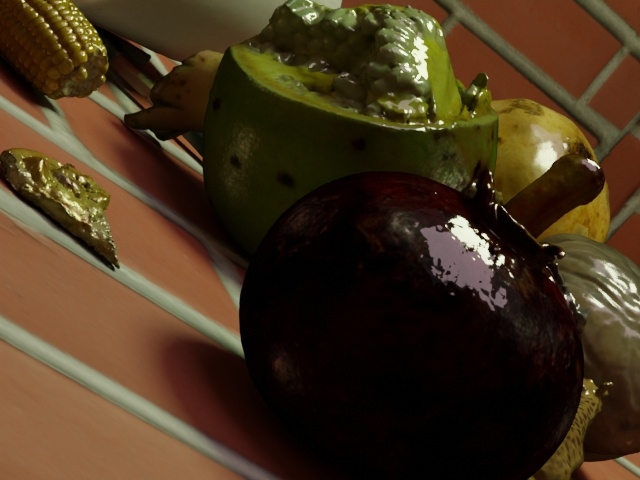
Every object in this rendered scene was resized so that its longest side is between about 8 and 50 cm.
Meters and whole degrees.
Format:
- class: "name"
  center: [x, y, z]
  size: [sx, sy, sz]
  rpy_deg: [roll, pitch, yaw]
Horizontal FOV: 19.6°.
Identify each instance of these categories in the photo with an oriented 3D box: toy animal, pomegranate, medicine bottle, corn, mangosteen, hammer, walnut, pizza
- class: "toy animal"
  center: [0.179, 0.156, 1.556]
  size: [0.275, 0.054, 0.149]
  rpy_deg: [5, 39, -46]
- class: "pomegranate"
  center: [-0.007, -0.090, 1.588]
  size: [0.341, 0.260, 0.260]
  rpy_deg: [14, -5, 29]
- class: "medicine bottle"
  center: [-0.132, -0.283, 1.791]
  size: [0.211, 0.211, 0.371]
  rpy_deg: [45, 11, 22]
- class: "corn"
  center: [-0.256, -0.201, 1.507]
  size: [0.238, 0.080, 0.080]
  rpy_deg: [44, 10, 22]
- class: "mangosteen"
  center: [0.082, 0.039, 1.203]
  size: [0.235, 0.261, 0.235]
  rpy_deg: [42, 8, -8]
- class: "hammer"
  center: [-0.119, -0.101, 1.741]
  size: [0.288, 0.033, 0.111]
  rpy_deg: [43, 11, 10]
- class: "walnut"
  center: [0.250, 0.108, 1.780]
  size: [0.224, 0.224, 0.224]
  rpy_deg: [40, 10, -8]
- class: "pomegranate"
  center: [0.231, -0.049, 2.278]
  size: [0.260, 0.260, 0.260]
  rpy_deg: [40, 10, -8]
- class: "pizza"
  center: [-0.159, -0.023, 1.248]
  size: [0.108, 0.026, 0.123]
  rpy_deg: [47, 10, 20]
